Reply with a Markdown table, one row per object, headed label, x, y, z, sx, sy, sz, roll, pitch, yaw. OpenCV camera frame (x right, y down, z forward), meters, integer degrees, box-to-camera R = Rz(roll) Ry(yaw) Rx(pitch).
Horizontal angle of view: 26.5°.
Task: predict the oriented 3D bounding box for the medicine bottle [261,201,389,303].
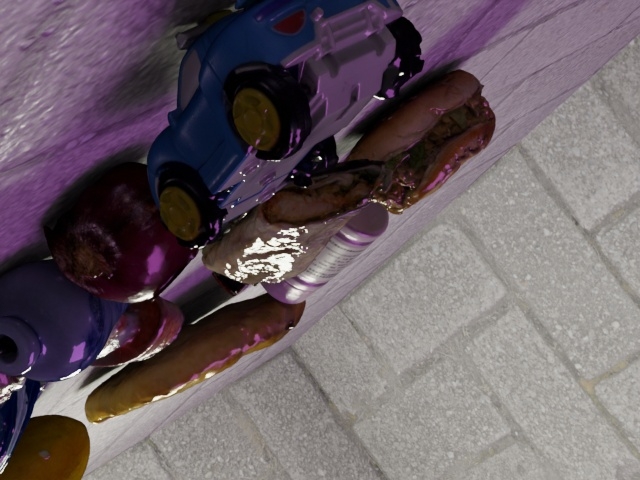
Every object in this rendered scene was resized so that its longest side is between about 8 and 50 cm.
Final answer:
| label | x | y | z | sx | sy | sz | roll | pitch | yaw |
| --- | --- | --- | --- | --- | --- | --- | --- | --- | --- |
| medicine bottle | 0.000 | 0.000 | 2.404 | 0.133 | 0.133 | 0.249 | -28 | 169 | -47 |

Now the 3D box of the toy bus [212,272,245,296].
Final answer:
| label | x | y | z | sx | sy | sz | roll | pitch | yaw |
| --- | --- | --- | --- | --- | --- | --- | --- | --- | --- |
| toy bus | -0.080 | -0.004 | 2.258 | 0.235 | 0.073 | 0.096 | -41 | 178 | 29 |

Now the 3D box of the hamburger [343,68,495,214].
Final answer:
| label | x | y | z | sx | sy | sz | roll | pitch | yaw |
| --- | --- | --- | --- | --- | --- | --- | --- | --- | --- |
| hamburger | 0.151 | -0.148 | 2.150 | 0.286 | 0.146 | 0.243 | -42 | 180 | -9 |

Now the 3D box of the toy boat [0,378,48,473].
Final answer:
| label | x | y | z | sx | sy | sz | roll | pitch | yaw |
| --- | --- | --- | --- | --- | --- | --- | --- | --- | --- |
| toy boat | -0.473 | 0.281 | 2.142 | 0.220 | 0.067 | 0.291 | -62 | 176 | 9 |

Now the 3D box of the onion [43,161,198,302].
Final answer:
| label | x | y | z | sx | sy | sz | roll | pitch | yaw |
| --- | --- | --- | --- | --- | --- | --- | --- | --- | --- |
| onion | -0.184 | -0.012 | 1.466 | 0.198 | 0.135 | 0.173 | -33 | 175 | -39 |

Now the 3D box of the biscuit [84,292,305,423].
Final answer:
| label | x | y | z | sx | sy | sz | roll | pitch | yaw |
| --- | --- | --- | --- | --- | --- | --- | --- | --- | --- |
| biscuit | -0.231 | 0.205 | 2.564 | 0.429 | 0.104 | 0.446 | -28 | -179 | -26 |

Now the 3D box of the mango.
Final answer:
| label | x | y | z | sx | sy | sz | roll | pitch | yaw |
| --- | --- | --- | --- | --- | --- | --- | --- | --- | --- |
| mango | -0.578 | 0.452 | 2.301 | 0.445 | 0.220 | 0.301 | -43 | 169 | -17 |

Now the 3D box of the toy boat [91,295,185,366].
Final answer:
| label | x | y | z | sx | sy | sz | roll | pitch | yaw |
| --- | --- | --- | --- | --- | --- | --- | --- | --- | --- |
| toy boat | -0.336 | 0.133 | 1.944 | 0.206 | 0.096 | 0.282 | -24 | 168 | 22 |

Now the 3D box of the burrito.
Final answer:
| label | x | y | z | sx | sy | sz | roll | pitch | yaw |
| --- | --- | --- | --- | --- | --- | --- | --- | --- | --- |
| burrito | -0.050 | -0.022 | 2.045 | 0.175 | 0.107 | 0.348 | -4 | 158 | -34 |

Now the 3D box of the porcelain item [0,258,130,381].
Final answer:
| label | x | y | z | sx | sy | sz | roll | pitch | yaw |
| --- | --- | --- | --- | --- | --- | --- | --- | --- | --- |
| porcelain item | -0.290 | 0.074 | 1.559 | 0.141 | 0.141 | 0.259 | -40 | -178 | 29 |

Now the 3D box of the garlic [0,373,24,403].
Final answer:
| label | x | y | z | sx | sy | sz | roll | pitch | yaw |
| --- | --- | --- | --- | --- | --- | --- | --- | --- | --- |
| garlic | -0.406 | 0.152 | 1.595 | 0.147 | 0.102 | 0.159 | -32 | 175 | 4 |

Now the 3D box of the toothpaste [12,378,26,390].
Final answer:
| label | x | y | z | sx | sy | sz | roll | pitch | yaw |
| --- | --- | --- | --- | --- | --- | --- | --- | --- | --- |
| toothpaste | -0.456 | 0.181 | 1.800 | 0.071 | 0.045 | 0.193 | -46 | 164 | 12 |

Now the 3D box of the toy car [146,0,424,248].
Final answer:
| label | x | y | z | sx | sy | sz | roll | pitch | yaw |
| --- | --- | --- | --- | --- | --- | --- | --- | --- | --- |
| toy car | -0.056 | -0.126 | 1.212 | 0.198 | 0.166 | 0.314 | -29 | 170 | -39 |
